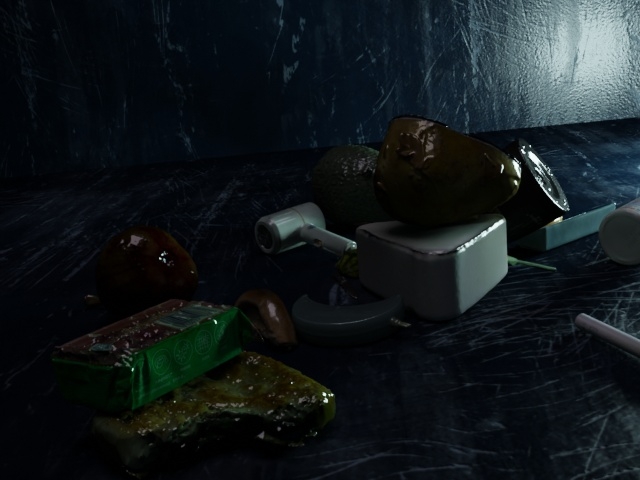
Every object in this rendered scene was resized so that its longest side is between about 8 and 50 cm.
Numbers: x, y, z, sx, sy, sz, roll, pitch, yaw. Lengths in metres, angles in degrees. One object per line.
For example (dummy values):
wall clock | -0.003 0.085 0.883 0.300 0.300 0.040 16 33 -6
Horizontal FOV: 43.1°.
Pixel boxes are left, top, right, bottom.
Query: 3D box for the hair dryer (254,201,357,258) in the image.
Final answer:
hair dryer | 0.000 0.000 2.069 0.173 0.108 0.357 -22 28 -36

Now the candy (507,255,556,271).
candy | 0.438 0.044 1.828 0.193 0.058 0.062 15 53 32

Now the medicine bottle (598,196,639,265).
medicine bottle | 0.778 -0.051 1.862 0.341 0.130 0.130 -22 22 -40

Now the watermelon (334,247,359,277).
watermelon | 0.121 0.042 1.899 0.163 0.069 0.087 -8 17 -13

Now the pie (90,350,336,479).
pie | -0.166 0.256 1.262 0.371 0.078 0.296 -7 17 -8

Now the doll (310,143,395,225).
doll | 0.138 -0.147 2.280 0.247 0.247 0.349 -20 18 -39

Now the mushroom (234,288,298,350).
mushroom | -0.106 0.147 1.596 0.072 0.094 0.209 -19 16 -28

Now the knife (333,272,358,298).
knife | 0.058 0.102 1.825 0.023 0.010 0.170 -15 19 -10

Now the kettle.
kettle | 0.393 -0.094 1.914 0.290 0.207 0.268 -33 -40 26

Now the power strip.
power strip | 0.057 0.152 1.573 0.253 0.054 0.167 0 20 21

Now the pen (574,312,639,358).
pen | 0.520 0.176 1.358 0.033 0.033 0.269 -12 16 -18

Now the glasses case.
glasses case | 0.616 -0.026 2.005 0.266 0.056 0.105 -16 -5 -32

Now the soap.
soap | -0.259 0.171 1.282 0.217 0.098 0.273 0 15 37

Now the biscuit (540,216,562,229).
biscuit | 0.556 -0.052 2.130 0.142 0.029 0.220 9 21 45

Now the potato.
potato | 0.251 -0.112 1.691 0.299 0.196 0.246 20 -10 -8

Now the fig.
fig | -0.422 0.093 1.784 0.320 0.217 0.217 -23 0 45

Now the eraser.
eraser | 0.236 0.051 1.692 0.331 0.150 0.331 -5 14 1
